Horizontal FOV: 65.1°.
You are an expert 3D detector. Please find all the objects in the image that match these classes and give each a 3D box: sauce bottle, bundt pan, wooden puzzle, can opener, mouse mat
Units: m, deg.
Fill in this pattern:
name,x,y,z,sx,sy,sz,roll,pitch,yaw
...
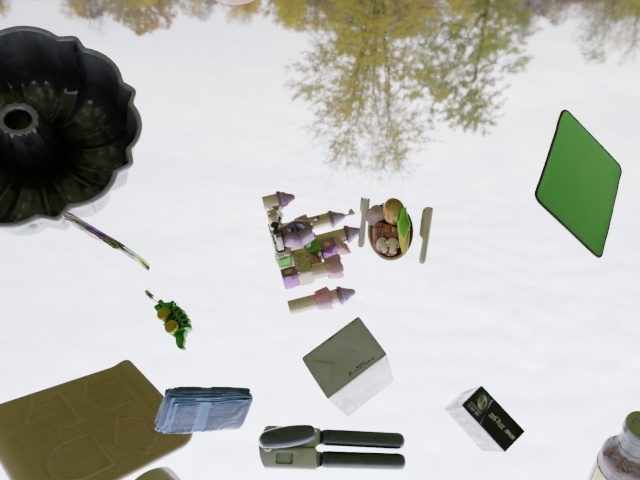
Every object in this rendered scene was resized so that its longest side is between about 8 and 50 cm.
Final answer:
name,x,y,z,sx,sy,sz,roll,pitch,yaw
sauce bottle,0.644,0.489,1.064,0.112,0.344,0.111,-6,-140,5
bundt pan,-0.436,-0.149,0.753,0.331,0.124,0.330,5,-112,-13
wooden puzzle,-0.522,0.439,1.137,0.322,0.080,0.348,30,-150,32
can opener,0.026,0.384,0.928,0.284,0.095,0.075,5,-116,-8
mouse mat,0.383,-0.086,0.735,0.007,0.153,0.189,-25,-149,57

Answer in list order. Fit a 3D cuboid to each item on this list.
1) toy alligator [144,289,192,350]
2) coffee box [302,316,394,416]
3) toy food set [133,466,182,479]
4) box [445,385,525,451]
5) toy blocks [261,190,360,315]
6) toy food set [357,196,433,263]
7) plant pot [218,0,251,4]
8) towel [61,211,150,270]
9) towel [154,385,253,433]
name,x,y,z,sx,sy,sz,roll,pitch,yaw
toy alligator,-0.322,0.157,1.087,0.051,0.056,0.189,-37,-124,-10
coffee box,0.066,0.271,1.048,0.141,0.246,0.098,-34,-118,-7
toy food set,-0.270,0.526,0.730,0.220,0.092,0.306,28,-107,35
box,0.425,0.470,1.318,0.078,0.180,0.147,-38,-107,-14
toy blocks,0.000,0.000,1.382,0.260,0.308,0.288,-13,-141,-6
toy food set,0.137,-0.023,1.035,0.039,0.132,0.192,-3,-169,-41
plant pot,-0.226,-0.719,1.181,0.273,0.272,0.265,1,175,2
towel,-0.211,0.001,0.497,0.083,0.060,0.009,27,-106,20
towel,-0.150,0.223,0.656,0.120,0.067,0.029,10,-161,-33
